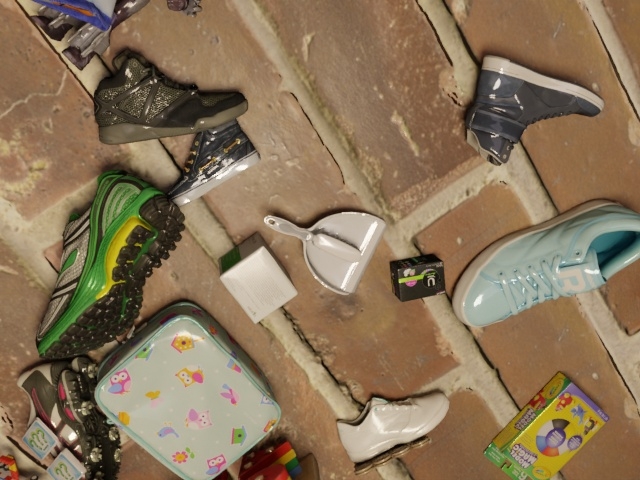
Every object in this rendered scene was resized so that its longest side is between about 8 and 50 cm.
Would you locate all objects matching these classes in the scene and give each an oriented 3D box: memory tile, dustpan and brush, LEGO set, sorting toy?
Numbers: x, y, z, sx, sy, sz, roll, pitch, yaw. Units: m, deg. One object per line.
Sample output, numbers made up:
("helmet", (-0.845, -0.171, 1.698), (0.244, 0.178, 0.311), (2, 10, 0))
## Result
("memory tile", (0.129, 0.386, 1.145), (0.147, 0.113, 0.012), (-25, 82, -2))
("dustpan and brush", (0.000, 0.000, 1.043), (0.211, 0.060, 0.147), (24, 99, -15))
("LEGO set", (-0.454, 0.413, 1.017), (0.182, 0.060, 0.244), (47, 125, 1))
("sorting toy", (-0.131, 0.434, 1.041), (0.255, 0.257, 0.090), (-27, 91, -3))

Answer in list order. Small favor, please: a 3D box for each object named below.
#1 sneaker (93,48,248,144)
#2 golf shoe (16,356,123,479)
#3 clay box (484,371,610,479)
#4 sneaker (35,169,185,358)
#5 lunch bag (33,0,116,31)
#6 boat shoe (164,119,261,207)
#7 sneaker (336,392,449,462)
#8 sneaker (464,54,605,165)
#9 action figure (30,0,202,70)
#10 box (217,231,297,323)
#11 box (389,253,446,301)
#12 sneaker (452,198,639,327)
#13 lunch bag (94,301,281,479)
("sneaker", (-0.225, -0.221, 0.931), (0.227, 0.087, 0.130), (-7, 112, -3))
("golf shoe", (-0.411, 0.324, 1.047), (0.120, 0.105, 0.273), (-6, 102, 10))
("clay box", (0.439, 0.381, 1.227), (0.127, 0.053, 0.222), (41, 93, -17))
("sneaker", (-0.344, 0.045, 0.976), (0.146, 0.134, 0.344), (42, 106, 23))
("lunch bag", (-0.390, -0.477, 0.745), (0.385, 0.239, 0.328), (24, 96, 16))
("boat shoe", (-0.190, -0.116, 0.983), (0.183, 0.065, 0.083), (-31, 99, -4))
("sneaker", (0.131, 0.319, 1.148), (0.212, 0.080, 0.094), (-27, 95, -1))
("sneaker", (0.347, -0.195, 1.042), (0.226, 0.086, 0.164), (13, 100, -13))
("action figure", (-0.262, -0.365, 0.883), (0.285, 0.099, 0.185), (-43, 92, -2))
("box", (-0.103, 0.059, 1.018), (0.087, 0.101, 0.102), (-34, 108, -1))
("box", (0.169, 0.064, 1.096), (0.083, 0.052, 0.062), (-11, 106, -9))
("sneaker", (0.402, 0.045, 1.082), (0.365, 0.150, 0.135), (-33, 107, -1))
("lunch bag", (-0.223, 0.252, 1.038), (0.224, 0.108, 0.279), (-40, 110, -1))
